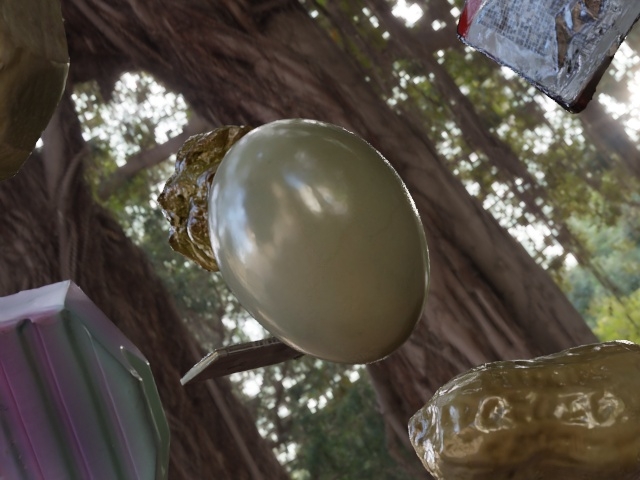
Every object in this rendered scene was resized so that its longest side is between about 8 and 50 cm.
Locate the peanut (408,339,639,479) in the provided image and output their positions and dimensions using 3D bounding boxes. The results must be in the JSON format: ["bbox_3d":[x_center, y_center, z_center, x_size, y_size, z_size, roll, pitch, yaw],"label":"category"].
[{"bbox_3d":[0.241,0.182,0.914,0.291,0.143,0.159,-5,7,-22],"label":"peanut"}]

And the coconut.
[{"bbox_3d":[-0.285,-0.132,0.633,0.197,0.237,0.237,12,-47,-34],"label":"coconut"}]

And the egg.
[{"bbox_3d":[0.000,0.000,0.827,0.186,0.242,0.186,-32,-20,-14],"label":"egg"}]

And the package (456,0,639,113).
[{"bbox_3d":[0.215,-0.225,0.846,0.030,0.239,0.154,20,-70,-35],"label":"package"}]

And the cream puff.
[{"bbox_3d":[-0.148,-0.060,1.430,0.244,0.196,0.244,-159,90,-88],"label":"cream puff"}]

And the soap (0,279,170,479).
[{"bbox_3d":[-0.285,0.216,1.070,0.192,0.324,0.109,-15,15,0],"label":"soap"}]

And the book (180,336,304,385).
[{"bbox_3d":[-0.078,0.147,1.172,0.181,0.014,0.127,-8,-20,-34],"label":"book"}]
